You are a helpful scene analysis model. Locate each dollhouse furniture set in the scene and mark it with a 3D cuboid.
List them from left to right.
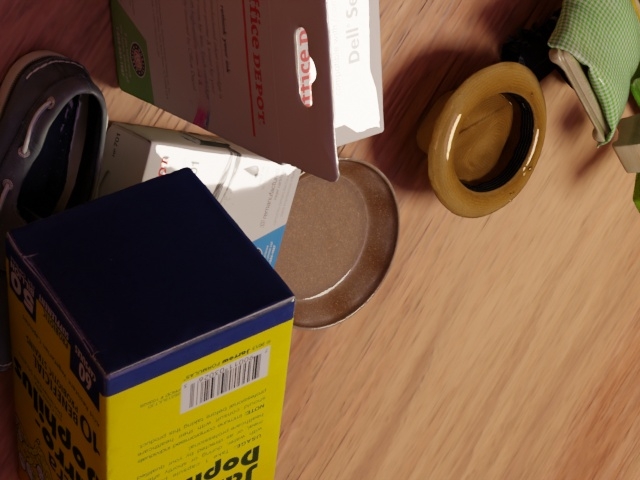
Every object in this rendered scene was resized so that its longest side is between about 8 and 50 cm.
[{"bbox_3d":[0.398,-0.196,1.972,0.301,0.151,0.197,53,39,-38],"label":"dollhouse furniture set"}]

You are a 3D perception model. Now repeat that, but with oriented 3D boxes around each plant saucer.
[{"bbox_3d":[0.000,0.000,1.865,0.199,0.036,0.198,-17,119,-33],"label":"plant saucer"}]

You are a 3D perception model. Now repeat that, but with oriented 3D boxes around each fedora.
[{"bbox_3d":[0.172,-0.119,1.923,0.194,0.079,0.194,-19,119,-39],"label":"fedora"}]

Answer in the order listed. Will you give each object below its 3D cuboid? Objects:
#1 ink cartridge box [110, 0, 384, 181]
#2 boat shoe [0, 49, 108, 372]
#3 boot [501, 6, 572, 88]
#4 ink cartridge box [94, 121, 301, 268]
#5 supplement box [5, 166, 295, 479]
[{"bbox_3d":[-0.053,-0.200,1.525,0.119,0.353,0.207,-20,120,-31],"label":"ink cartridge box"},{"bbox_3d":[-0.273,-0.015,1.597,0.116,0.099,0.319,8,103,-40],"label":"boat shoe"},{"bbox_3d":[0.266,-0.203,1.987,0.099,0.045,0.121,-37,121,-24],"label":"boot"},{"bbox_3d":[-0.129,-0.034,1.717,0.191,0.082,0.139,6,105,-41],"label":"ink cartridge box"},{"bbox_3d":[-0.165,0.144,1.607,0.195,0.194,0.356,-22,142,-26],"label":"supplement box"}]
